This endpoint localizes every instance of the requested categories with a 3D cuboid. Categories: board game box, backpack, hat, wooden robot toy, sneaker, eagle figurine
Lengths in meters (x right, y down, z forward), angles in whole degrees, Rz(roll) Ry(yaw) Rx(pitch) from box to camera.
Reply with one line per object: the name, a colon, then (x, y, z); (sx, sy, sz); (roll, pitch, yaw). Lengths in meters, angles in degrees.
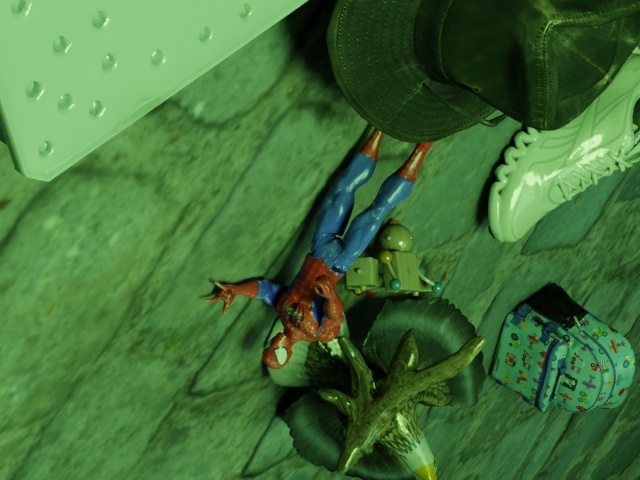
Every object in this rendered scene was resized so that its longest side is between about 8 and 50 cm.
board game box: (-0.079, -0.286, 0.682); (0.390, 0.050, 0.390); (-41, 143, -31)
backpack: (0.346, 0.172, 1.659); (0.116, 0.173, 0.158); (-26, 140, -40)
hat: (0.169, -0.171, 0.934); (0.331, 0.134, 0.331); (-27, 147, -19)
wooden robot toy: (0.067, 0.017, 1.245); (0.173, 0.076, 0.079); (8, 78, -57)
sneaker: (0.307, -0.109, 1.386); (0.292, 0.118, 0.110); (-51, 151, -5)
eagle figurine: (0.070, 0.175, 1.281); (0.298, 0.226, 0.225); (16, 73, -83)

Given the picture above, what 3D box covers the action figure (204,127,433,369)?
action figure: (0.000, 0.000, 1.086); (0.139, 0.091, 0.280); (1, 118, -63)
